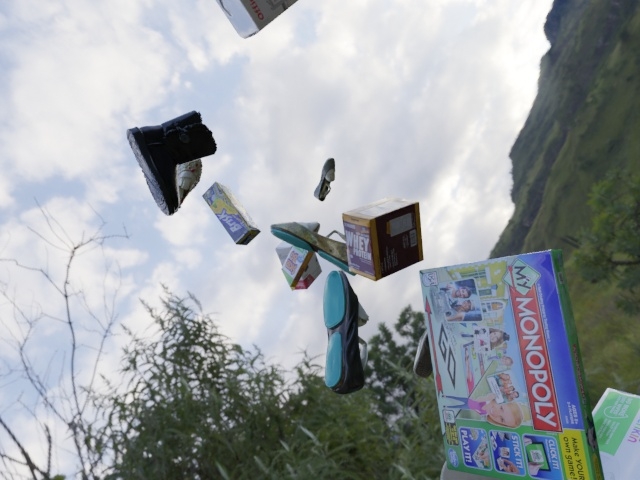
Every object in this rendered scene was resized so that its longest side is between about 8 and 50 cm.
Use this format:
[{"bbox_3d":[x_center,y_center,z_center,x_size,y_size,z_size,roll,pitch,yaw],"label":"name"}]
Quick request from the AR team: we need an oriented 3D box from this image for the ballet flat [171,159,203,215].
[{"bbox_3d":[-0.456,-0.172,1.539,0.091,0.077,0.240,21,-60,-29],"label":"ballet flat"}]

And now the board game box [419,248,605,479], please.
[{"bbox_3d":[0.268,0.185,0.690,0.046,0.214,0.316,0,-101,-44],"label":"board game box"}]

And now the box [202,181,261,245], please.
[{"bbox_3d":[-0.228,-0.068,1.190,0.059,0.168,0.054,-43,-17,15],"label":"box"}]

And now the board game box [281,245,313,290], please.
[{"bbox_3d":[-0.086,0.068,1.863,0.039,0.124,0.259,12,-63,-30],"label":"board game box"}]

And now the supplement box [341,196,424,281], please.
[{"bbox_3d":[0.188,-0.009,1.392,0.194,0.129,0.191,-20,-68,-29],"label":"supplement box"}]

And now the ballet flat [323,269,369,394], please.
[{"bbox_3d":[0.057,0.203,1.041,0.096,0.280,0.095,20,-34,-30],"label":"ballet flat"}]

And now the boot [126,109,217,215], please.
[{"bbox_3d":[-0.362,-0.210,1.225,0.207,0.246,0.094,-25,2,-30],"label":"boot"}]

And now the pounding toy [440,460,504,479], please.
[{"bbox_3d":[0.339,0.607,1.087,0.237,0.183,0.110,-26,-33,-22],"label":"pounding toy"}]

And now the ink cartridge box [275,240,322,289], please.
[{"bbox_3d":[-0.103,0.096,2.269,0.172,0.100,0.237,-47,-57,-50],"label":"ink cartridge box"}]

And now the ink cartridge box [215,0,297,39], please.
[{"bbox_3d":[-0.160,-0.748,1.327,0.283,0.117,0.207,-47,-60,-18],"label":"ink cartridge box"}]

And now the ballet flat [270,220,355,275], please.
[{"bbox_3d":[0.000,0.000,1.578,0.123,0.349,0.123,-59,-13,-23],"label":"ballet flat"}]

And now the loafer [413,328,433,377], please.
[{"bbox_3d":[0.446,0.423,1.895,0.092,0.102,0.268,-86,20,-79],"label":"loafer"}]

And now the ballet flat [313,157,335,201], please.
[{"bbox_3d":[0.032,-0.263,2.048,0.072,0.068,0.213,-15,-39,-40],"label":"ballet flat"}]

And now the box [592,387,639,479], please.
[{"bbox_3d":[0.455,0.407,0.700,0.262,0.127,0.230,-35,-64,-29],"label":"box"}]
